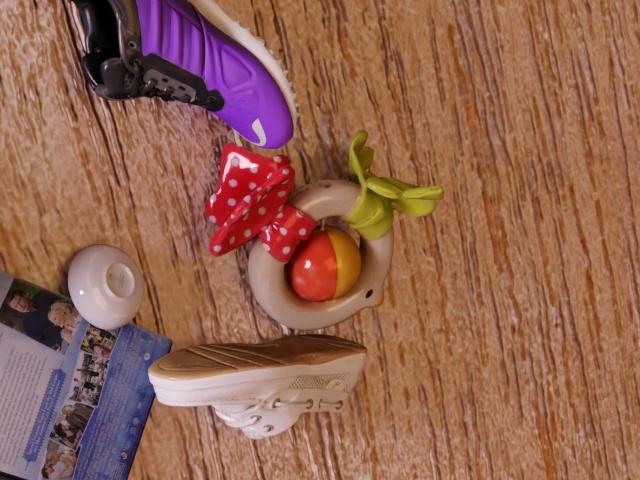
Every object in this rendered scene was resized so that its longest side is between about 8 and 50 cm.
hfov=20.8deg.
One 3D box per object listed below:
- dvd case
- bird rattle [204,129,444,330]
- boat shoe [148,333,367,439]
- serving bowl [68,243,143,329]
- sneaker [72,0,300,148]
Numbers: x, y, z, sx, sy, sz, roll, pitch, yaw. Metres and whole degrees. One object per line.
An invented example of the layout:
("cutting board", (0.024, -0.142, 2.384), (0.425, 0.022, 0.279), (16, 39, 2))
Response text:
("dvd case", (-0.264, 0.138, 1.616), (0.253, 0.022, 0.180), (26, 77, -38))
("bird rattle", (0.000, 0.000, 1.766), (0.253, 0.143, 0.207), (-18, 121, -35))
("boat shoe", (-0.058, 0.154, 1.737), (0.277, 0.098, 0.096), (-1, 103, -46))
("serving bowl", (-0.197, 0.041, 1.644), (0.083, 0.027, 0.083), (20, 60, -40))
("sneaker", (-0.149, -0.171, 1.646), (0.293, 0.102, 0.146), (49, 65, -24))
